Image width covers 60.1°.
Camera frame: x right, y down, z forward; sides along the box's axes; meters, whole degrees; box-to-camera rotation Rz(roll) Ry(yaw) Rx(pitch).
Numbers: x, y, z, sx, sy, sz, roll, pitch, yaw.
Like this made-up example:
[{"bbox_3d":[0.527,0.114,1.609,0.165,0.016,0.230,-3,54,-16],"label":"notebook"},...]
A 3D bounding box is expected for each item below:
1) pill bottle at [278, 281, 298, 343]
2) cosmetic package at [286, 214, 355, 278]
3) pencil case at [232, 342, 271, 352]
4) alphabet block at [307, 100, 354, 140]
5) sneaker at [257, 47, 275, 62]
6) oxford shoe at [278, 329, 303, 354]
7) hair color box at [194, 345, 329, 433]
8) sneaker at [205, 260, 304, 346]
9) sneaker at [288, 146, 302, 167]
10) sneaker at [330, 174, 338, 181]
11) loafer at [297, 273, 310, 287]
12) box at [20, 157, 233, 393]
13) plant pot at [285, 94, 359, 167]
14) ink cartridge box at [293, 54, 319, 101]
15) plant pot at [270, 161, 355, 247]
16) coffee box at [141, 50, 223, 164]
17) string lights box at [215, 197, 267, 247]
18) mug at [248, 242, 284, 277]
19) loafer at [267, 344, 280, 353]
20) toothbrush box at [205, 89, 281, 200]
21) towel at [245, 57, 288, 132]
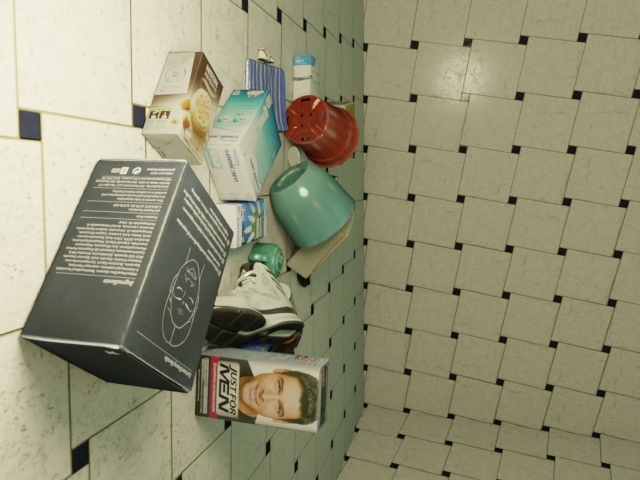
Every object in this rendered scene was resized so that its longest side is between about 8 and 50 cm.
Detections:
[{"bbox_3d":[-0.154,0.285,2.101,0.130,0.130,0.246,-71,159,-45],"label":"pill bottle"},{"bbox_3d":[0.000,0.000,2.318,0.309,0.113,0.160,-48,-168,36],"label":"cosmetic package"},{"bbox_3d":[-0.223,0.345,1.869,0.133,0.119,0.306,-62,178,28],"label":"pencil case"},{"bbox_3d":[0.051,-0.545,2.588,0.197,0.192,0.194,-52,144,-66],"label":"alphabet block"},{"bbox_3d":[-0.190,-0.654,1.963,0.109,0.040,0.044,-18,109,-74],"label":"sneaker"},{"bbox_3d":[-0.151,0.451,2.252,0.083,0.096,0.227,-55,165,-86],"label":"oxford shoe"},{"bbox_3d":[-0.169,0.425,1.604,0.113,0.374,0.186,-5,98,-75],"label":"hair color box"},{"bbox_3d":[-0.258,0.185,1.745,0.447,0.169,0.258,20,34,-53],"label":"sneaker"},{"bbox_3d":[-0.100,-0.326,2.323,0.070,0.050,0.134,-42,121,-77],"label":"sneaker"},{"bbox_3d":[-0.040,-0.206,2.472,0.410,0.158,0.182,-39,146,-65],"label":"sneaker"},{"bbox_3d":[-0.060,0.110,2.507,0.080,0.078,0.220,-46,137,-67],"label":"loafer"},{"bbox_3d":[-0.363,0.075,1.143,0.294,0.211,0.396,69,28,-57],"label":"box"},{"bbox_3d":[-0.008,-0.464,2.294,0.265,0.272,0.273,15,78,-67],"label":"plant pot"},{"bbox_3d":[-0.058,-0.679,2.360,0.139,0.082,0.191,-14,108,-74],"label":"ink cartridge box"},{"bbox_3d":[-0.054,-0.156,2.120,0.235,0.293,0.293,51,36,-25],"label":"plant pot"},{"bbox_3d":[-0.336,-0.328,1.377,0.141,0.098,0.247,62,35,-63],"label":"coffee box"},{"bbox_3d":[-0.252,-0.062,1.777,0.259,0.076,0.134,-31,123,-72],"label":"string lights box"},{"bbox_3d":[-0.191,0.079,1.984,0.158,0.097,0.130,-57,147,-62],"label":"mug"},{"bbox_3d":[-0.189,0.429,1.982,0.084,0.096,0.267,59,13,-9],"label":"loafer"},{"bbox_3d":[-0.234,-0.296,1.706,0.216,0.126,0.296,78,20,-45],"label":"toothbrush box"},{"bbox_3d":[-0.188,-0.513,2.000,0.336,0.040,0.243,-34,125,-71],"label":"towel"}]
